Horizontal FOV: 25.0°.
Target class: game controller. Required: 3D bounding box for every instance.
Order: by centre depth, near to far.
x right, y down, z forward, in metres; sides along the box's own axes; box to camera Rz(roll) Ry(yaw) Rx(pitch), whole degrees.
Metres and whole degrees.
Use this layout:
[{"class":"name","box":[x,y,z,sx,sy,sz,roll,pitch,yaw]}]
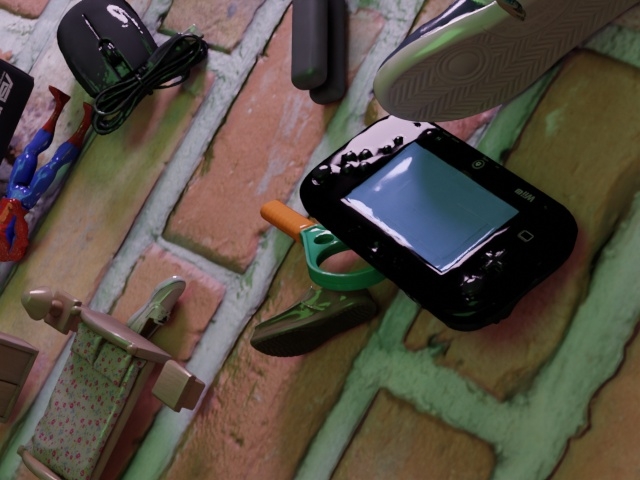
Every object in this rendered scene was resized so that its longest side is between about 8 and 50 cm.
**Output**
[{"class":"game controller","box":[0.114,-0.028,1.465,0.166,0.067,0.319,-45,44,-6]}]

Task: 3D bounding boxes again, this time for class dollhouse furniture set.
[{"class":"dollhouse furniture set","box":[-0.351,0.212,1.660,0.355,0.174,0.303,25,90,46]}]

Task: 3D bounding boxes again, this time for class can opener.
[{"class":"can opener","box":[0.010,-0.297,1.720,0.093,0.074,0.280,-14,58,34]}]

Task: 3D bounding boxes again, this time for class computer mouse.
[{"class":"computer mouse","box":[-0.281,-0.267,1.939,0.188,0.072,0.272,-40,42,-4]}]

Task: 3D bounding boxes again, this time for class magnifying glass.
[{"class":"magnifying glass","box":[0.000,0.000,1.572,0.092,0.026,0.231,-24,28,-22]}]

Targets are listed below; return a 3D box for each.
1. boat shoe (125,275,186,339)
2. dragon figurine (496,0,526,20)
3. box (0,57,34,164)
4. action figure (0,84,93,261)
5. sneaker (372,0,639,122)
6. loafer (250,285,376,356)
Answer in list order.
[{"class":"boat shoe","box":[-0.191,0.085,1.709,0.100,0.035,0.035,-44,52,18]},{"class":"dragon figurine","box":[0.180,-0.312,1.399,0.289,0.085,0.144,34,83,32]},{"class":"box","box":[-0.585,-0.066,2.066,0.318,0.097,0.395,0,66,49]},{"class":"action figure","box":[-0.408,-0.077,1.915,0.091,0.139,0.280,26,87,19]},{"class":"sneaker","box":[0.199,-0.259,1.500,0.350,0.131,0.148,-31,50,12]},{"class":"loafer","box":[-0.008,0.081,1.539,0.148,0.056,0.050,-21,51,18]}]
